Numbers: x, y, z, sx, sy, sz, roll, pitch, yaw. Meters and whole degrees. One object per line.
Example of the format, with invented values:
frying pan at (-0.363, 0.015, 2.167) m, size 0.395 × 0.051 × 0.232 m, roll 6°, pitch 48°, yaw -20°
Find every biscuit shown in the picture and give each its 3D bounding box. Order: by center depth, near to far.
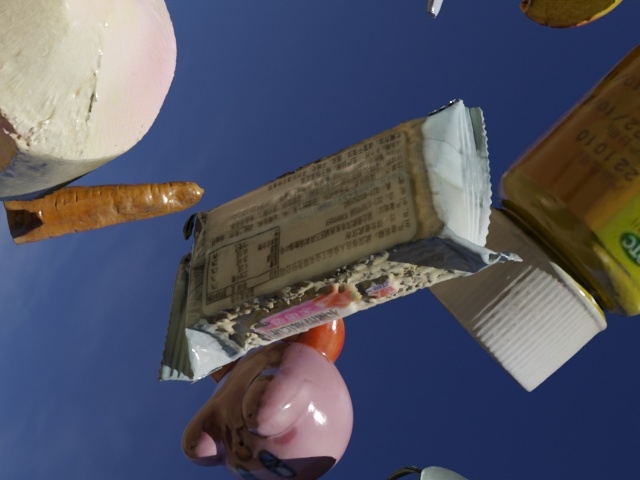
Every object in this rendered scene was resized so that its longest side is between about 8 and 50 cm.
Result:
biscuit at (0.000, -0.004, 0.702) m, size 0.309 × 0.079 × 0.186 m, roll -24°, pitch -135°, yaw 22°

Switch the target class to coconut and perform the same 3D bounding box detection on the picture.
coconut at (-0.242, -0.162, 0.695) m, size 0.245 × 0.233 × 0.233 m, roll -25°, pitch -133°, yaw 49°

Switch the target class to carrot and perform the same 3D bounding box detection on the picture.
carrot at (-0.230, -0.039, 0.910) m, size 0.061 × 0.210 × 0.061 m, roll 171°, pitch -90°, yaw -79°

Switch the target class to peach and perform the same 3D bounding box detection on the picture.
peach at (0.326, -0.335, 1.062) m, size 0.151 × 0.118 × 0.151 m, roll -3°, pitch -107°, yaw 11°

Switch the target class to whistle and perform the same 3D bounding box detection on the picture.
whistle at (0.118, -0.252, 0.810) m, size 0.029 × 0.033 × 0.083 m, roll 7°, pitch -110°, yaw 35°

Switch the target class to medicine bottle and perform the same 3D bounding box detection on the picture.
medicine bottle at (0.310, -0.026, 0.938) m, size 0.384 × 0.224 × 0.224 m, roll -43°, pitch -146°, yaw 5°

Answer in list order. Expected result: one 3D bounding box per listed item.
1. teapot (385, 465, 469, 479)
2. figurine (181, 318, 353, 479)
teapot at (0.152, 0.400, 1.097) m, size 0.149 × 0.162 × 0.239 m, roll -58°, pitch -136°, yaw 16°
figurine at (-0.053, 0.252, 1.255) m, size 0.270 × 0.211 × 0.261 m, roll -34°, pitch -158°, yaw 29°
